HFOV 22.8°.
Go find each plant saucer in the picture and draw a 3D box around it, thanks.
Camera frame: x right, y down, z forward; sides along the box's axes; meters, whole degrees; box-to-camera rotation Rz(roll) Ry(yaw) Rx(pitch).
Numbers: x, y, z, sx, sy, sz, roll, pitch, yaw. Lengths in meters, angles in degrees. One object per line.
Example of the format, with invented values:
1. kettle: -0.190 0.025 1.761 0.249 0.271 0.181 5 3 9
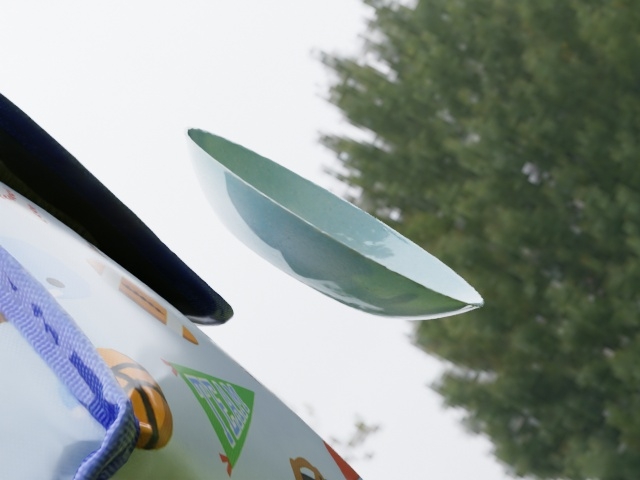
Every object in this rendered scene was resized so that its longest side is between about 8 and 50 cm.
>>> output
1. plant saucer: 0.000 0.000 0.888 0.037 0.195 0.195 -60 -21 7

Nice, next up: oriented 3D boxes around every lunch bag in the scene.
1. lunch bag: -0.155 0.080 0.700 0.239 0.385 0.328 -49 -38 -3
